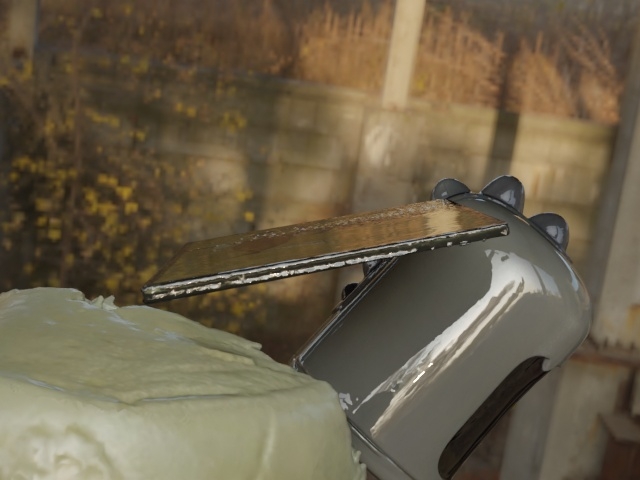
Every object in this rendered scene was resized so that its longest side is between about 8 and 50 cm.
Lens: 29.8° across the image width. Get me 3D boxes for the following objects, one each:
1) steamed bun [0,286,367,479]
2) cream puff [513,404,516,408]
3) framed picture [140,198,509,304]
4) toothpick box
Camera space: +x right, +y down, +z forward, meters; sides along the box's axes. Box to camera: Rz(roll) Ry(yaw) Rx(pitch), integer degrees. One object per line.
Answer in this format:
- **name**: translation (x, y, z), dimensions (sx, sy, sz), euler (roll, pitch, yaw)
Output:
- **steamed bun**: translation (-0.105, 0.183, 0.744), dimensions (0.272, 0.290, 0.273), euler (0, 10, 0)
- **cream puff**: translation (0.151, 0.162, 1.487), dimensions (0.194, 0.195, 0.221), euler (20, 14, 42)
- **framed picture**: translation (0.000, 0.000, 0.970), dimensions (0.255, 0.014, 0.339), euler (-10, 6, 0)
- **toothpick box**: translation (0.130, 0.084, 1.229), dimensions (0.229, 0.316, 0.229), euler (43, 1, -1)
